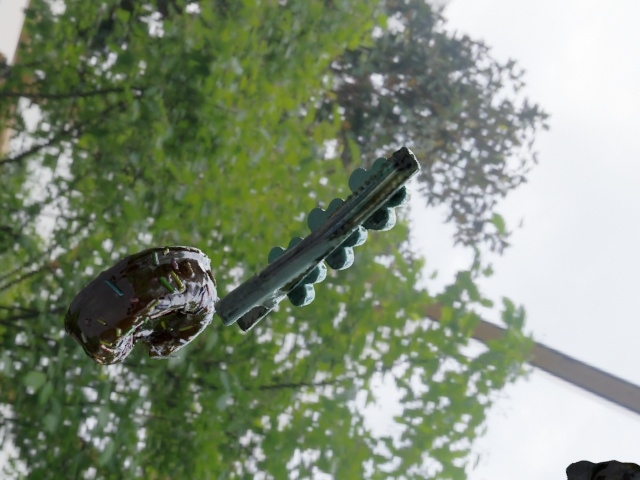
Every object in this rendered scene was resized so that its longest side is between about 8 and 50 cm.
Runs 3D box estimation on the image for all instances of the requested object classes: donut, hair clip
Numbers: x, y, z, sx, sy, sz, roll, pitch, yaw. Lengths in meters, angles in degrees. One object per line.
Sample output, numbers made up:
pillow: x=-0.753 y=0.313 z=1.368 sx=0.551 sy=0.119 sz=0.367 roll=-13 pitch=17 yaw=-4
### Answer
donut: x=-0.245 y=0.102 z=1.381 sx=0.216 sy=0.230 sz=0.096 roll=-38 pitch=-117 yaw=12
hair clip: x=0.000 y=-0.001 z=0.595 sx=0.173 sy=0.049 sz=0.049 roll=-40 pitch=-142 yaw=25

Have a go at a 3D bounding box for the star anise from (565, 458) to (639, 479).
star anise: x=0.223 y=0.305 z=0.868 sx=0.236 sy=0.223 sz=0.109 roll=-40 pitch=-139 yaw=-17
